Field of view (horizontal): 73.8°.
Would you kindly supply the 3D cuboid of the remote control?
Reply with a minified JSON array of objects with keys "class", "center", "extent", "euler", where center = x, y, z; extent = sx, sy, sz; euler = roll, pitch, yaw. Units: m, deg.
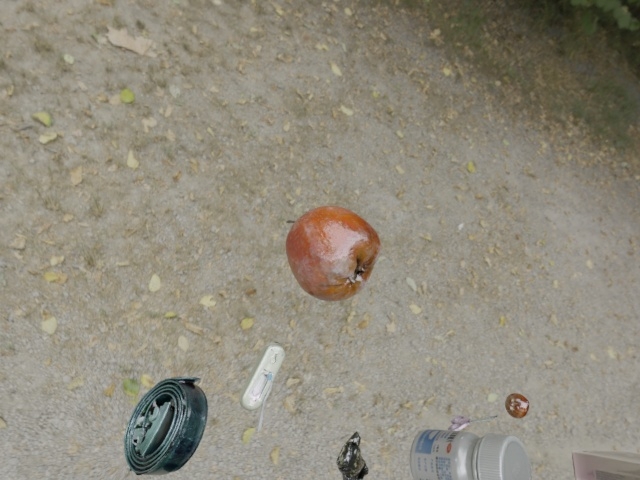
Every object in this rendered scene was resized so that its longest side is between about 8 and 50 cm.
[{"class":"remote control","center":[-0.179,0.423,1.329],"extent":[0.078,0.042,0.221],"euler":[33,75,-20]}]

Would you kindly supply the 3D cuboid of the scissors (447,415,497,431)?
[{"class":"scissors","center":[0.633,0.751,1.767],"extent":[0.110,0.212,0.021],"euler":[-23,89,-59]}]

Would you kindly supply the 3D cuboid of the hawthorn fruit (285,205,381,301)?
[{"class":"hawthorn fruit","center":[0.019,0.023,1.049],"extent":[0.263,0.235,0.231],"euler":[34,46,-2]}]

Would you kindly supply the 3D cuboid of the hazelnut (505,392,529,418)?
[{"class":"hazelnut","center":[0.706,0.593,1.531],"extent":[0.086,0.086,0.086],"euler":[10,61,-19]}]

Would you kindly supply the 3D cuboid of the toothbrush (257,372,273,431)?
[{"class":"toothbrush","center":[-0.136,0.403,1.058],"extent":[0.017,0.014,0.162],"euler":[11,98,0]}]

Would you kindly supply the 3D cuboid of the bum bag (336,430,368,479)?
[{"class":"bum bag","center":[0.098,0.700,1.340],"extent":[0.102,0.248,0.069],"euler":[-25,35,-16]}]

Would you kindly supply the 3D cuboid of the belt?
[{"class":"belt","center":[-0.401,0.483,1.134],"extent":[0.267,0.206,0.116],"euler":[-57,138,-6]}]

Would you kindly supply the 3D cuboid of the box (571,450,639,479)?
[{"class":"box","center":[0.788,0.579,1.026],"extent":[0.203,0.251,0.106],"euler":[6,69,-10]}]

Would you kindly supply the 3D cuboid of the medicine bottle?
[{"class":"medicine bottle","center":[0.241,0.369,0.700],"extent":[0.105,0.168,0.105],"euler":[17,64,-39]}]
